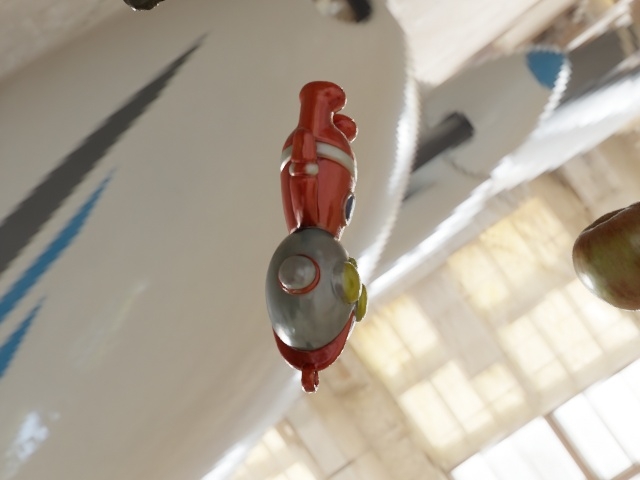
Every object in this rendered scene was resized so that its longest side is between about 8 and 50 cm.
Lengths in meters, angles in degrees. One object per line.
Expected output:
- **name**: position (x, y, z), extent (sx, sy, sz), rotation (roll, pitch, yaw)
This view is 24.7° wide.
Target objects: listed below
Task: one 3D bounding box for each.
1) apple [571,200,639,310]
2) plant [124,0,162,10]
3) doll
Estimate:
- **apple**: position (0.323, 0.018, 1.513), extent (0.126, 0.102, 0.126), rotation (-30, -179, 1)
- **plant**: position (-0.109, -0.276, 1.173), extent (0.142, 0.131, 0.203), rotation (-29, 155, -27)
- **doll**: position (0.000, 0.000, 1.563), extent (0.105, 0.336, 0.200), rotation (0, 156, 11)
